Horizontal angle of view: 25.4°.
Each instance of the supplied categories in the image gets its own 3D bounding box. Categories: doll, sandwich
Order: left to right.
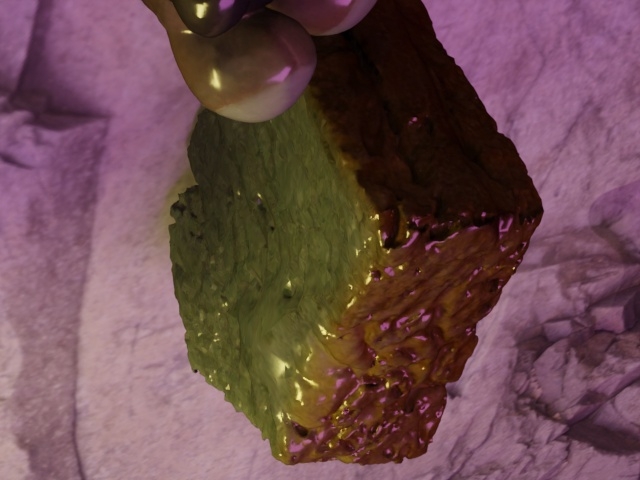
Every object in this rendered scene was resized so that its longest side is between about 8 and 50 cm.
[{"bbox_3d":[-0.031,-0.227,0.723,0.235,0.174,0.330,-47,164,-38],"label":"doll"},{"bbox_3d":[0.001,0.000,0.964,0.131,0.262,0.325,-6,141,-25],"label":"sandwich"}]
